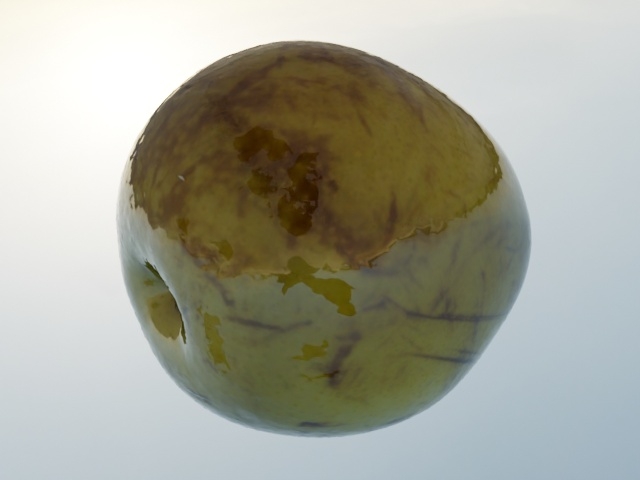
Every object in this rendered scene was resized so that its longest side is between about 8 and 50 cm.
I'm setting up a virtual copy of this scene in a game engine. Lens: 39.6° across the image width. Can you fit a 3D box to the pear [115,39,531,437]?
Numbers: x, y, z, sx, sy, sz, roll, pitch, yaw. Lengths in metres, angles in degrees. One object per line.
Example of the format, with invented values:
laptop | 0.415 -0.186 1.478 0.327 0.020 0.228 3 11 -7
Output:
pear | 0.000 0.000 0.611 0.281 0.280 0.280 -9 -158 4
